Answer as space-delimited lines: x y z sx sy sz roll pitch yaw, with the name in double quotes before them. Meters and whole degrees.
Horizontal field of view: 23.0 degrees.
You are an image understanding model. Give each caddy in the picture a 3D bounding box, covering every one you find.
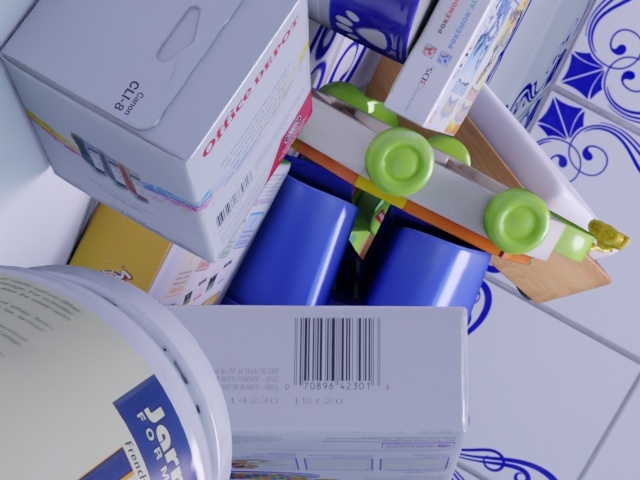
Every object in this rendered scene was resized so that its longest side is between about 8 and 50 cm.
"caddy" 0.022 0.043 1.472 0.341 0.241 0.179 -86 -161 -83

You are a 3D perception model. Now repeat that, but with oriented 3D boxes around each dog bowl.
"dog bowl" 0.094 -0.288 1.360 0.265 0.104 0.265 -57 169 -18

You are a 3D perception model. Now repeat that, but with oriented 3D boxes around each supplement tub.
"supplement tub" -0.193 0.144 0.765 0.235 0.235 0.325 -64 169 20

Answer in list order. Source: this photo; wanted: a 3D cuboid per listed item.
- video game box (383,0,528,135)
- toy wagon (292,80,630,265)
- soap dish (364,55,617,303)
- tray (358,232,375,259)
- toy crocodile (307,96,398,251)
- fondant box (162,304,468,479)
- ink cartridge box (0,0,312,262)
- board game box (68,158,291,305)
"video game box" 0.133 -0.186 1.403 0.187 0.048 0.205 -60 170 8
"toy wagon" 0.124 -0.049 1.432 0.068 0.344 0.267 -61 -164 8
"soap dish" 0.182 -0.076 1.704 0.118 0.291 0.229 -39 148 10
"tray" 0.078 -0.085 1.934 0.411 0.076 0.203 -61 170 8
"toy crocodile" 0.000 0.000 1.676 0.105 0.115 0.340 -3 124 -49
"fondant box" -0.013 0.136 1.223 0.330 0.238 0.096 86 5 -71
"ink cartridge box" -0.089 -0.092 0.932 0.128 0.127 0.176 -57 170 -16
"board game box" -0.148 0.063 1.248 0.316 0.064 0.242 -62 170 8
